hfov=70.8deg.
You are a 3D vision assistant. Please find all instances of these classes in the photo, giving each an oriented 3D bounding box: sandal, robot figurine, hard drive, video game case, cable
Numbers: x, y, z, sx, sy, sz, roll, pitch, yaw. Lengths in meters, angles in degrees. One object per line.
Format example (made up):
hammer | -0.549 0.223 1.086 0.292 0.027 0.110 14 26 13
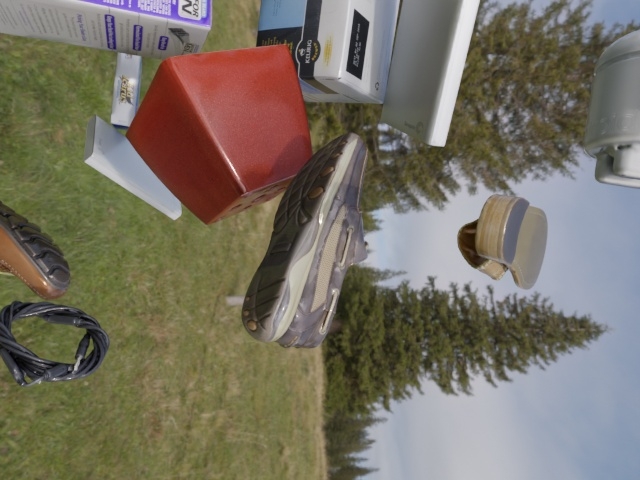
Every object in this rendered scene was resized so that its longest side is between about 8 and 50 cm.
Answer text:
sandal | 0.183 -0.005 0.481 0.240 0.079 0.088 18 88 -56
robot figurine | 0.691 -0.295 0.966 0.300 0.200 0.353 92 8 -86
hard drive | -0.543 -0.210 1.328 0.307 0.040 0.203 42 20 -46
hard drive | 0.212 -0.389 0.889 0.233 0.047 0.353 -124 -143 -59
video game case | -0.522 -0.427 1.226 0.269 0.061 0.244 -154 -110 -66
cable | -0.435 0.150 0.726 0.151 0.184 0.047 -15 135 -50

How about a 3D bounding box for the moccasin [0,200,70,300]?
moccasin | -0.672 0.003 0.910 0.147 0.380 0.139 -54 178 -5

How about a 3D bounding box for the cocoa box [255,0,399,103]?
cocoa box | 0.021 -0.499 0.991 0.231 0.228 0.347 -3 103 -59

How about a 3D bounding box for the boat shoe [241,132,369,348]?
boat shoe | 0.000 0.000 0.706 0.132 0.130 0.355 0 -118 55

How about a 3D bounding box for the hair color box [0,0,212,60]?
hair color box | -0.364 -0.396 0.744 0.185 0.339 0.110 -176 -91 -66

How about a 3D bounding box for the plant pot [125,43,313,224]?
plant pot | -0.169 -0.185 0.871 0.267 0.267 0.235 -28 -90 51
